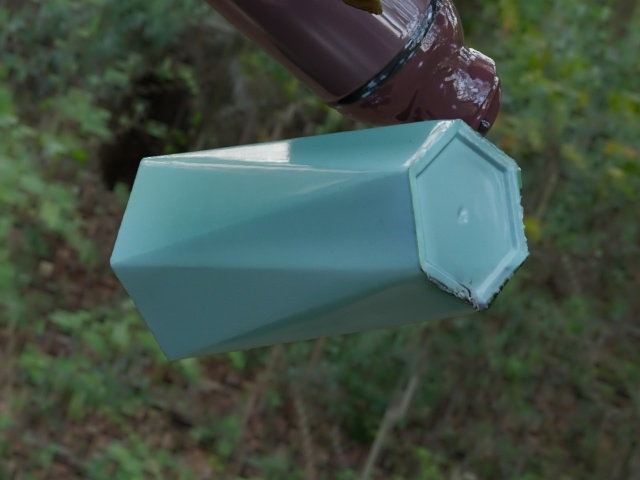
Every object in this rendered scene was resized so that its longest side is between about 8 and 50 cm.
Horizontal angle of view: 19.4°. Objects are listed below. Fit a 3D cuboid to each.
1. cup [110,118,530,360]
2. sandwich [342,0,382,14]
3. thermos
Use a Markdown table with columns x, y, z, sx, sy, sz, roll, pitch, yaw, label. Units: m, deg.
| x | y | z | sx | sy | sz | roll | pitch | yaw | label |
| --- | --- | --- | --- | --- | --- | --- | --- | --- | --- |
| 0.000 | 0.000 | 1.129 | 0.134 | 0.148 | 0.235 | 29 | -24 | -38 | cup |
| -0.057 | -0.208 | 0.951 | 0.244 | 0.088 | 0.090 | 28 | 27 | -13 | sandwich |
| -0.006 | -0.179 | 1.197 | 0.330 | 0.136 | 0.109 | 39 | -35 | -22 | thermos |
